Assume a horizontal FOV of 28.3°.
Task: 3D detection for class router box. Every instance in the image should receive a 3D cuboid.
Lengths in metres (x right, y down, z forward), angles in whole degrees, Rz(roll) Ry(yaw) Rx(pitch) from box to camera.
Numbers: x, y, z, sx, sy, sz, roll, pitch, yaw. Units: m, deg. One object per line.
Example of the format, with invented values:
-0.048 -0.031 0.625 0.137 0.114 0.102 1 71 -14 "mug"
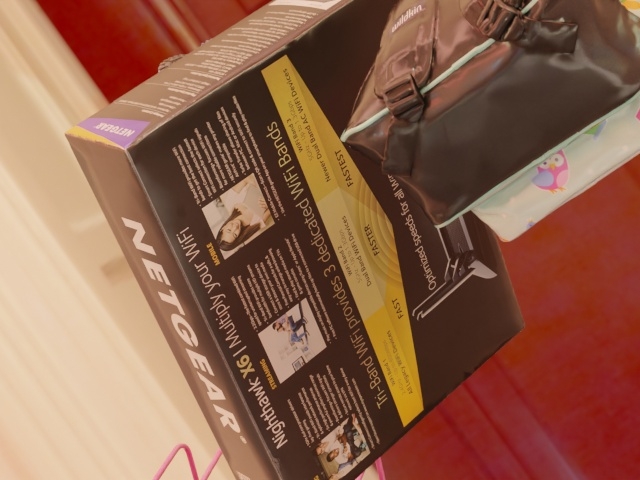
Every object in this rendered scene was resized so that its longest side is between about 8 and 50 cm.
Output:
0.000 0.000 0.874 0.243 0.309 0.081 -37 31 -27 "router box"

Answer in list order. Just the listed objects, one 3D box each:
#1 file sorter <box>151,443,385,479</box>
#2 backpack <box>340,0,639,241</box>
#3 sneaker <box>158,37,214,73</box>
-0.066 0.376 1.611 0.290 0.202 0.182 -1 28 21 "file sorter"
0.112 -0.106 0.699 0.166 0.144 0.188 -40 25 32 "backpack"
-0.081 -0.125 1.010 0.052 0.058 0.135 18 30 31 "sneaker"
